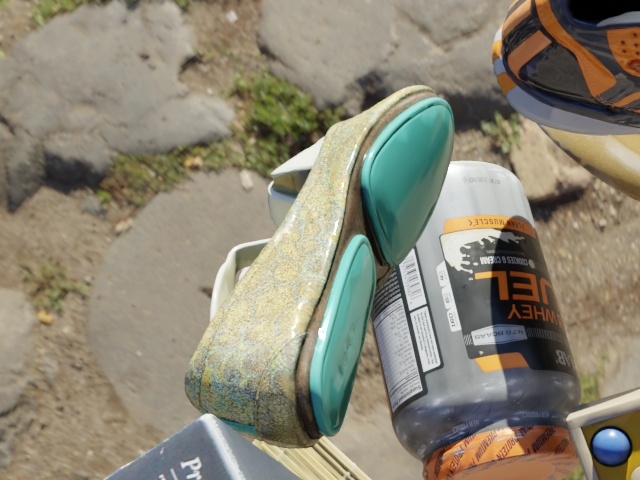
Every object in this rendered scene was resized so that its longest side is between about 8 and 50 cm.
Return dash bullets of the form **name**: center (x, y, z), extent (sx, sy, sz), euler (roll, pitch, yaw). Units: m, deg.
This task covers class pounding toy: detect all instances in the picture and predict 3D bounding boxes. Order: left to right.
- **pounding toy**: center (0.303, 0.202, 1.151), extent (0.130, 0.100, 0.141), euler (-20, 86, 17)

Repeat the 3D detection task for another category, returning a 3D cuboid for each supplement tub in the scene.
- **supplement tub**: center (0.150, 0.095, 1.332), extent (0.193, 0.193, 0.316), euler (-17, 64, 11)

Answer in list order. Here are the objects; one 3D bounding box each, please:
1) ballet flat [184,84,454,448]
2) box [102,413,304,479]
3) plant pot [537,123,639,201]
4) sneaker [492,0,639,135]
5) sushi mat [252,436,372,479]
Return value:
- **ballet flat**: center (0.000, 0.000, 0.920), extent (0.123, 0.123, 0.348), euler (6, 42, 19)
- **box**: center (-0.130, 0.320, 0.746), extent (0.395, 0.293, 0.212), euler (-32, 60, 3)
- **plant pot**: center (0.282, -0.120, 1.235), extent (0.236, 0.236, 0.032), euler (55, 128, 27)
- **sneaker**: center (0.281, -0.122, 0.810), extent (0.321, 0.180, 0.125), euler (0, 77, -11)
- **sushi mat**: center (0.034, 0.310, 1.206), extent (0.316, 0.019, 0.151), euler (44, 68, -11)
